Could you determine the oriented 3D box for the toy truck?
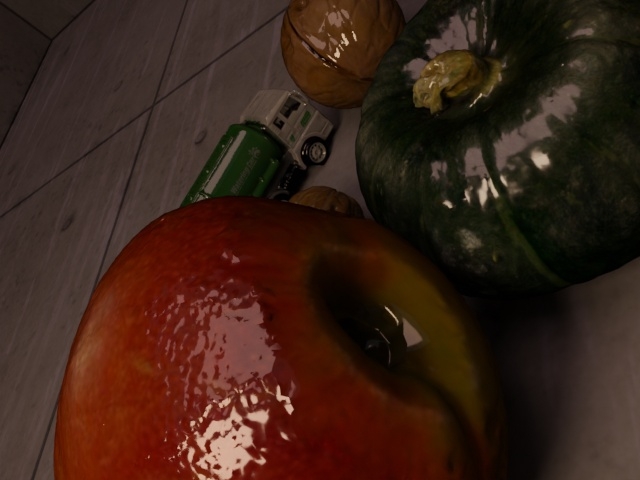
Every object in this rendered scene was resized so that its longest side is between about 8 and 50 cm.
[{"bbox_3d":[-0.092,-0.087,0.925,0.101,0.125,0.242,17,73,54],"label":"toy truck"}]

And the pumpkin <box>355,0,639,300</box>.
[{"bbox_3d":[0.160,-0.101,0.576,0.300,0.207,0.300,-30,42,32],"label":"pumpkin"}]

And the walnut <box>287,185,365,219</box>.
[{"bbox_3d":[0.000,0.000,0.773,0.105,0.105,0.124,0,72,49],"label":"walnut"}]

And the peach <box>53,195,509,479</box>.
[{"bbox_3d":[-0.044,0.141,0.538,0.373,0.372,0.290,-22,16,37],"label":"peach"}]

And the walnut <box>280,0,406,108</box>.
[{"bbox_3d":[0.030,-0.259,0.902,0.167,0.167,0.207,-40,36,19],"label":"walnut"}]
